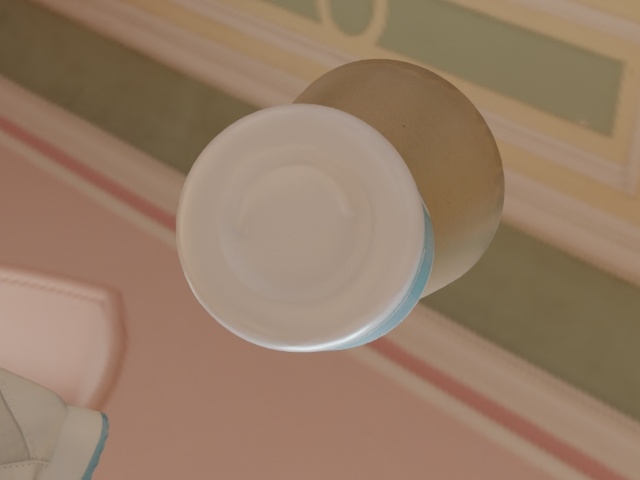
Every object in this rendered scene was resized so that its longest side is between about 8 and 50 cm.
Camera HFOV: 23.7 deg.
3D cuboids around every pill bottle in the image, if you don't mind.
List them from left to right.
[{"bbox_3d":[0.000,0.000,0.998,0.264,0.146,0.146,33,36,-82],"label":"pill bottle"}]

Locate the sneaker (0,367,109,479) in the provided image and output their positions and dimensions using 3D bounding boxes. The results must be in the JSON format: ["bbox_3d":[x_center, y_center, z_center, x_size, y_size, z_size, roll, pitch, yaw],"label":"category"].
[{"bbox_3d":[-0.151,0.128,0.544,0.092,0.229,0.087,27,-60,-7],"label":"sneaker"}]

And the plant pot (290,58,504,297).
[{"bbox_3d":[0.018,-0.022,1.483,0.256,0.274,0.256,8,-69,21],"label":"plant pot"}]
